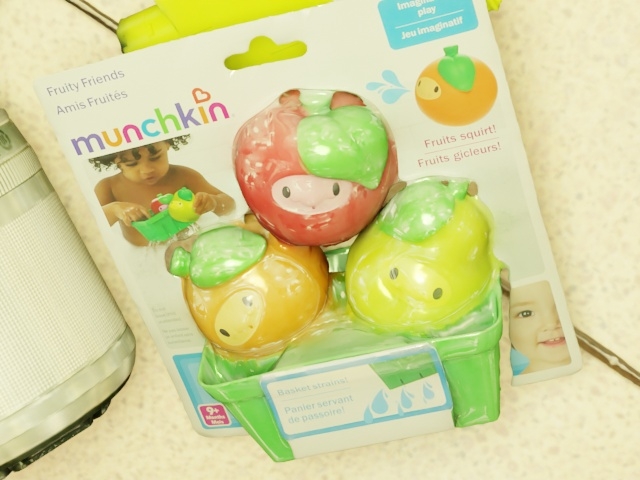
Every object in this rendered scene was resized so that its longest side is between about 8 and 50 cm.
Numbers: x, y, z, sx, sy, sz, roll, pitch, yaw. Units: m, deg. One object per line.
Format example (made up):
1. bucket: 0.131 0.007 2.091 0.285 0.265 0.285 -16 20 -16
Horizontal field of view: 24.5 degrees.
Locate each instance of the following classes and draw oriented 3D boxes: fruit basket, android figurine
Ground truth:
1. fruit basket: 0.000 0.000 1.083 0.327 0.165 0.353 -12 127 12
2. android figurine: -0.005 -0.158 1.077 0.273 0.056 0.248 -16 133 24

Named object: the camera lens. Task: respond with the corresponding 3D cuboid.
1. camera lens: -0.287 0.039 1.138 0.219 0.219 0.274 -24 102 14
